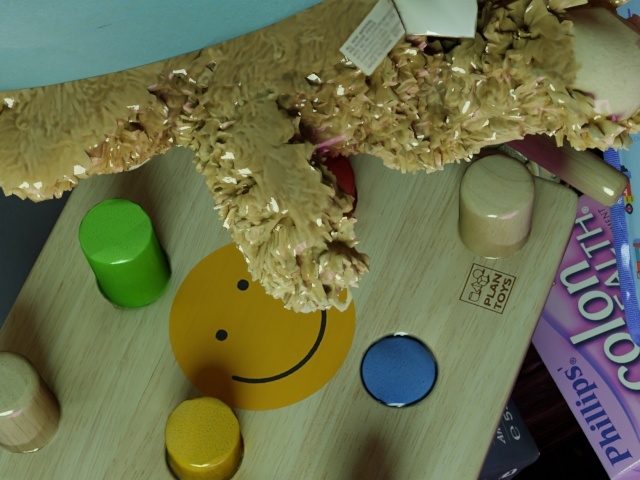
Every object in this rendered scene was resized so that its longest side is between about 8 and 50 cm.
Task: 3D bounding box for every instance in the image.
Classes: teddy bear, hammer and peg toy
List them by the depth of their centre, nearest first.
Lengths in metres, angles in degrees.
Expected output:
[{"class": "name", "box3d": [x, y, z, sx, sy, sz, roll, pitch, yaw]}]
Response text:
[{"class": "teddy bear", "box3d": [-0.004, -0.094, 0.760, 0.338, 0.245, 0.113, -27, 173, -9]}, {"class": "hammer and peg toy", "box3d": [0.000, 0.000, 0.836, 0.127, 0.266, 0.361, 81, 32, -65]}]

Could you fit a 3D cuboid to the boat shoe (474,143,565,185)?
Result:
[{"class": "boat shoe", "box3d": [0.139, -0.055, 1.302, 0.098, 0.109, 0.302, -41, 167, 12]}]

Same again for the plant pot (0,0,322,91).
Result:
[{"class": "plant pot", "box3d": [-0.082, -0.160, 0.602, 0.234, 0.165, 0.165, -25, 165, 22]}]

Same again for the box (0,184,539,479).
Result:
[{"class": "box", "box3d": [-0.058, 0.073, 1.052, 0.294, 0.296, 0.183, -8, 155, -47]}]

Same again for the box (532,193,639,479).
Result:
[{"class": "box", "box3d": [0.292, 0.046, 1.250, 0.243, 0.213, 0.117, -36, 147, 15]}]

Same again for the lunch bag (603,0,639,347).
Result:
[{"class": "lunch bag", "box3d": [0.316, -0.052, 1.134, 0.221, 0.293, 0.138, -6, 172, 26]}]

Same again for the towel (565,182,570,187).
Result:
[{"class": "towel", "box3d": [0.238, -0.045, 1.597, 0.148, 0.027, 0.110, -22, 161, -11]}]

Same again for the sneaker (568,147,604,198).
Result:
[{"class": "sneaker", "box3d": [0.243, -0.032, 1.384, 0.106, 0.078, 0.234, -34, 144, -66]}]
